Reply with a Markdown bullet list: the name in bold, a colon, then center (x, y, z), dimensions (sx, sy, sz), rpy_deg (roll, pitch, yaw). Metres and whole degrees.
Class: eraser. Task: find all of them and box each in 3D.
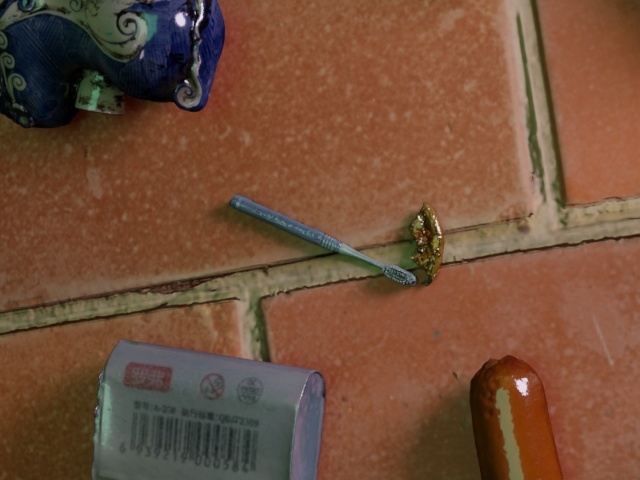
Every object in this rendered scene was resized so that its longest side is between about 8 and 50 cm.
- **eraser**: center (-0.116, 0.202, 1.265), dimensions (0.226, 0.081, 0.174), rpy_deg (7, 94, 21)

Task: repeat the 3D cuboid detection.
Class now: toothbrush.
- **toothbrush**: center (0.000, 0.000, 1.260), dimensions (0.219, 0.019, 0.016), rpy_deg (25, 102, 21)

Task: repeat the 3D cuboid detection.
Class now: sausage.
- **sausage**: center (0.184, 0.205, 1.147), dimensions (0.076, 0.076, 0.198), rpy_deg (-14, 81, 21)

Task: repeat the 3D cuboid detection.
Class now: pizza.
- **pizza**: center (0.104, 0.004, 1.219), dimensions (0.037, 0.016, 0.083), rpy_deg (-1, 88, 28)

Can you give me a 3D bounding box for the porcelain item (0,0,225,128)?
- **porcelain item**: center (-0.236, -0.201, 1.306), dimensions (0.287, 0.138, 0.186), rpy_deg (10, 102, 23)
